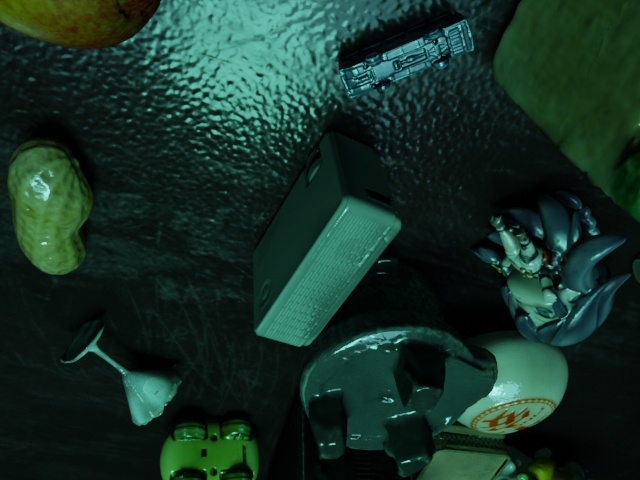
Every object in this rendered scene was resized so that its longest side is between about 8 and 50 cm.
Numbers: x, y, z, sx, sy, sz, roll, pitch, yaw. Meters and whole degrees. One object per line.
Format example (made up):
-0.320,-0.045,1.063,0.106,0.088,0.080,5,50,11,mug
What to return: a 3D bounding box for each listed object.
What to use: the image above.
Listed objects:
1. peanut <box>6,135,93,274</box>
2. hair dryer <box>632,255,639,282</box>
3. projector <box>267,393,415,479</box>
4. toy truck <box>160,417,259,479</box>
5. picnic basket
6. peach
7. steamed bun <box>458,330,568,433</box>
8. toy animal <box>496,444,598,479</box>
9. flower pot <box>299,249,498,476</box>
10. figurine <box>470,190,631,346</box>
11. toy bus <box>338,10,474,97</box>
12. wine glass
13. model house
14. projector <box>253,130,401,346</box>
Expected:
-0.377,-0.041,0.827,0.108,0.095,0.226,6,126,-12,peanut
0.575,0.000,0.953,0.106,0.054,0.154,-14,121,1,hair dryer
0.030,0.551,1.099,0.242,0.395,0.405,10,124,-9,projector
-0.216,0.447,1.174,0.187,0.148,0.210,-4,146,-5,toy truck
0.247,0.427,1.172,0.165,0.139,0.266,8,129,-10,picnic basket
-0.254,-0.308,0.576,0.231,0.231,0.231,-2,126,-3,peach
0.317,0.259,1.025,0.232,0.145,0.232,-3,148,-2,steamed bun
0.444,0.545,1.254,0.310,0.182,0.247,7,125,-9,toy animal
0.114,0.191,0.914,0.299,0.282,0.299,-1,125,-2,flower pot
0.354,0.043,0.896,0.197,0.175,0.265,-13,134,0,figurine
0.104,-0.234,0.737,0.166,0.065,0.047,-19,125,12,toy bus
-0.347,0.224,1.014,0.122,0.122,0.183,-33,119,19,wine glass
0.456,-0.231,0.611,0.382,0.334,0.342,5,128,-20,model house
0.000,0.000,0.825,0.099,0.192,0.256,20,123,-23,projector
